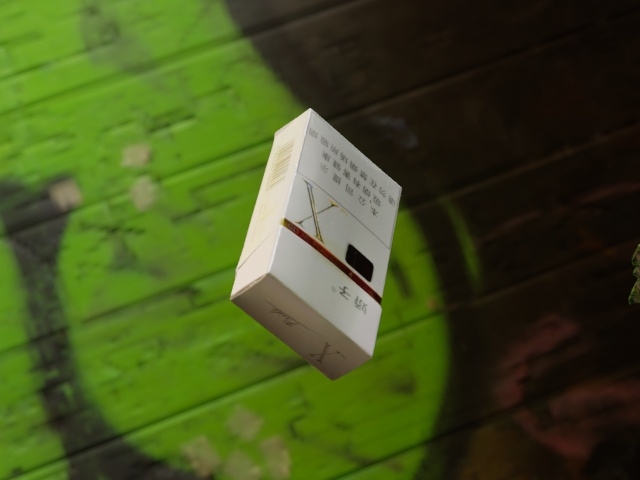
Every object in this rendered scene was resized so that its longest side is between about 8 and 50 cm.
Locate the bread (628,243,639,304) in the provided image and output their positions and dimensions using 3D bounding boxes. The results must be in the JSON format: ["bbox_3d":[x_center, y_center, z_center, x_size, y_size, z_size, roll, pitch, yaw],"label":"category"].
[{"bbox_3d":[0.227,-0.008,0.926,0.156,0.110,0.103,44,59,-76],"label":"bread"}]

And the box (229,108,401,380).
[{"bbox_3d":[0.000,0.000,1.036,0.084,0.040,0.154,42,35,-24],"label":"box"}]
